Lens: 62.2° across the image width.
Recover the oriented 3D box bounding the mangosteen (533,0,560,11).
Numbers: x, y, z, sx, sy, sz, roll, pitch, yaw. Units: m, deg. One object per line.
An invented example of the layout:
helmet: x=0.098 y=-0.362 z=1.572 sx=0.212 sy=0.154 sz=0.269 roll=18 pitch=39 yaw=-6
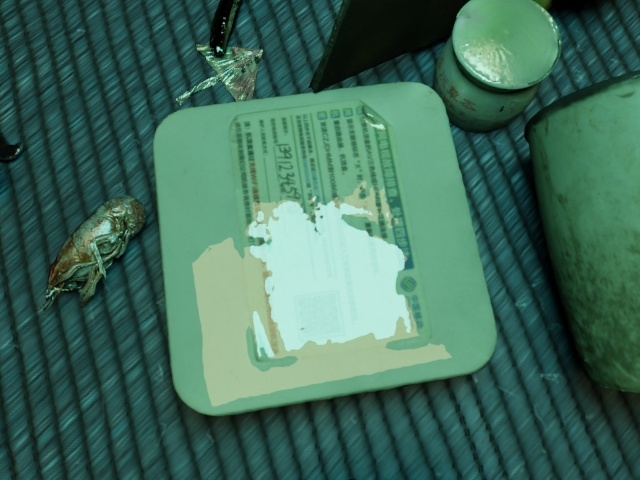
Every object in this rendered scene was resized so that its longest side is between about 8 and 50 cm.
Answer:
mangosteen: x=0.331 y=-0.458 z=0.744 sx=0.302 sy=0.275 sz=0.275 roll=-35 pitch=78 yaw=11

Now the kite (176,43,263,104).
kite: x=-0.150 y=-0.248 z=0.801 sx=0.156 sy=0.011 sz=0.139 roll=-34 pitch=77 yaw=-9

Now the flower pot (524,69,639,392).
flower pot: x=0.403 y=-0.002 z=0.612 sx=0.293 sy=0.293 sz=0.331 roll=-1 pitch=81 yaw=-1

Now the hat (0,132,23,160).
hat: x=-0.512 y=-0.153 z=0.737 sx=0.140 sy=0.129 sz=0.228 roll=-17 pitch=57 yaw=17

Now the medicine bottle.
medicine bottle: x=0.238 y=-0.242 z=0.737 sx=0.147 sy=0.143 sz=0.148 roll=0 pitch=77 yaw=0

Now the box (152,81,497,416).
box: x=0.000 y=0.001 z=0.690 sx=0.395 sy=0.111 sz=0.397 roll=-8 pitch=77 yaw=-3

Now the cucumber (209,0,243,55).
cucumber: x=-0.147 y=-0.344 z=0.812 sx=0.034 sy=0.033 sz=0.135 roll=4 pitch=70 yaw=40

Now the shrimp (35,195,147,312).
shrimp: x=-0.305 y=0.020 z=0.703 sx=0.073 sy=0.074 sz=0.190 roll=40 pitch=72 yaw=-11

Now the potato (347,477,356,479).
potato: x=0.071 y=0.479 z=0.493 sx=0.441 sy=0.320 sz=0.386 roll=-14 pitch=36 yaw=4

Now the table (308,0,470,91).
table: x=0.051 y=-0.383 z=0.703 sx=0.281 sy=0.196 sz=0.251 roll=-31 pitch=79 yaw=-27
